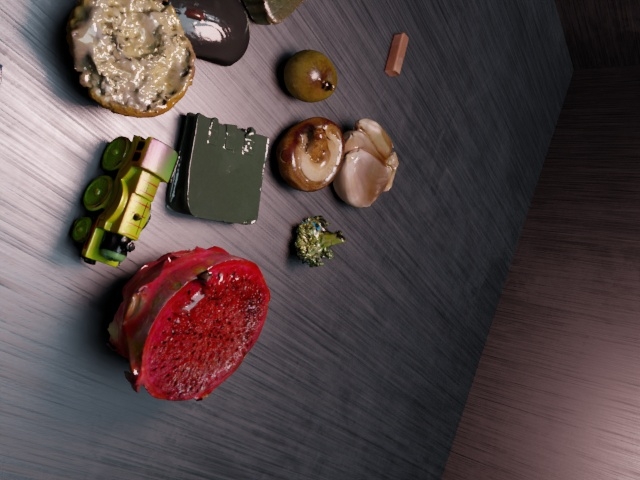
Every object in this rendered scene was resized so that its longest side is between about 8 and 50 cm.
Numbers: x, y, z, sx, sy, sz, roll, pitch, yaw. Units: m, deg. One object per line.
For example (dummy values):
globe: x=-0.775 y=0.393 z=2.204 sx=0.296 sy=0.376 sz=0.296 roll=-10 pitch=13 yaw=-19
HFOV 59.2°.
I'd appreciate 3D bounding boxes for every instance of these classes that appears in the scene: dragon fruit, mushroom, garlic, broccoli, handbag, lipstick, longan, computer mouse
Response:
dragon fruit: x=-0.314 y=0.169 z=1.295 sx=0.386 sy=0.249 sz=0.371 roll=-30 pitch=135 yaw=-39
mushroom: x=-0.036 y=-0.250 z=1.644 sx=0.231 sy=0.138 sz=0.194 roll=-37 pitch=138 yaw=-27
garlic: x=0.136 y=-0.245 z=1.838 sx=0.325 sy=0.132 sz=0.279 roll=17 pitch=83 yaw=-53
broccoli: x=0.000 y=0.000 z=1.700 sx=0.167 sy=0.160 sz=0.154 roll=-36 pitch=107 yaw=-63
handbag: x=-0.253 y=-0.178 z=1.428 sx=0.247 sy=0.079 sz=0.260 roll=11 pitch=88 yaw=-51
lipstick: x=0.271 y=-0.658 z=1.992 sx=0.045 sy=0.045 sz=0.145 roll=25 pitch=78 yaw=-51
longan: x=-0.022 y=-0.458 z=1.583 sx=0.154 sy=0.176 sz=0.145 roll=-27 pitch=133 yaw=-29
computer mouse: x=-0.258 y=-0.517 z=1.342 sx=0.269 sy=0.100 sz=0.170 roll=-4 pitch=97 yaw=-50

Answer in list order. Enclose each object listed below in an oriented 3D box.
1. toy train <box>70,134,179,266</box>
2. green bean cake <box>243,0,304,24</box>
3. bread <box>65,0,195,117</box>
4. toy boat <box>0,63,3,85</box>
toy train: x=-0.415 y=-0.085 z=1.187 sx=0.100 sy=0.160 sz=0.296 roll=33 pitch=72 yaw=-55
green bean cake: x=-0.135 y=-0.671 z=1.465 sx=0.181 sy=0.094 sz=0.173 roll=-53 pitch=133 yaw=-31
bread: x=-0.395 y=-0.387 z=1.164 sx=0.274 sy=0.149 sz=0.274 roll=-10 pitch=105 yaw=-43
toy boat: x=-0.651 y=-0.196 z=0.957 sx=0.096 sy=0.061 sz=0.299 roll=51 pitch=60 yaw=-41
